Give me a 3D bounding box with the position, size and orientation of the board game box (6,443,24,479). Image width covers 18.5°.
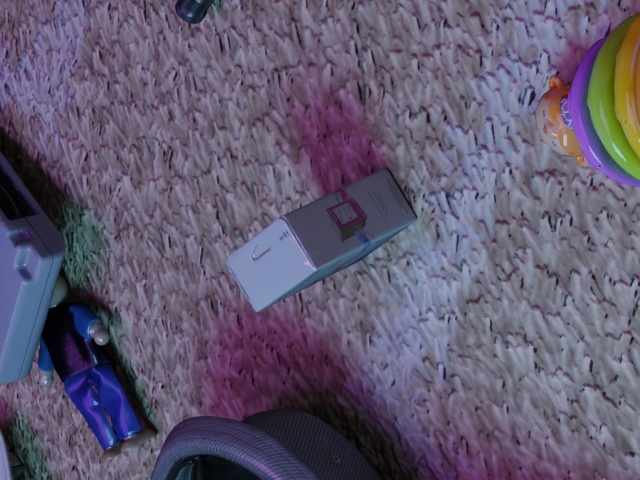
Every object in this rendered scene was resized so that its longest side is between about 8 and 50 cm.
[{"bbox_3d":[-0.422,0.188,2.117,0.259,0.030,0.136,50,138,17],"label":"board game box"}]

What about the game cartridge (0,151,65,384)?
[{"bbox_3d":[-0.350,-0.014,1.901,0.297,0.062,0.198,51,141,30],"label":"game cartridge"}]

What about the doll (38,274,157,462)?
[{"bbox_3d":[-0.230,0.118,1.875,0.129,0.046,0.189,-29,87,47],"label":"doll"}]

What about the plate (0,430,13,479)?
[{"bbox_3d":[-0.397,0.360,2.041,0.277,0.045,0.278,-21,76,27],"label":"plate"}]

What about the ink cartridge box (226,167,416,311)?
[{"bbox_3d":[0.000,0.000,1.528,0.088,0.122,0.052,-37,80,48],"label":"ink cartridge box"}]

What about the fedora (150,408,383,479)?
[{"bbox_3d":[-0.017,0.251,1.660,0.275,0.124,0.244,50,138,6],"label":"fedora"}]

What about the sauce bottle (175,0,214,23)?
[{"bbox_3d":[-0.081,-0.222,1.567,0.042,0.042,0.128,54,135,13],"label":"sauce bottle"}]

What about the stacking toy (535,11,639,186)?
[{"bbox_3d":[0.226,-0.093,1.261,0.302,0.166,0.175,-7,108,62],"label":"stacking toy"}]
